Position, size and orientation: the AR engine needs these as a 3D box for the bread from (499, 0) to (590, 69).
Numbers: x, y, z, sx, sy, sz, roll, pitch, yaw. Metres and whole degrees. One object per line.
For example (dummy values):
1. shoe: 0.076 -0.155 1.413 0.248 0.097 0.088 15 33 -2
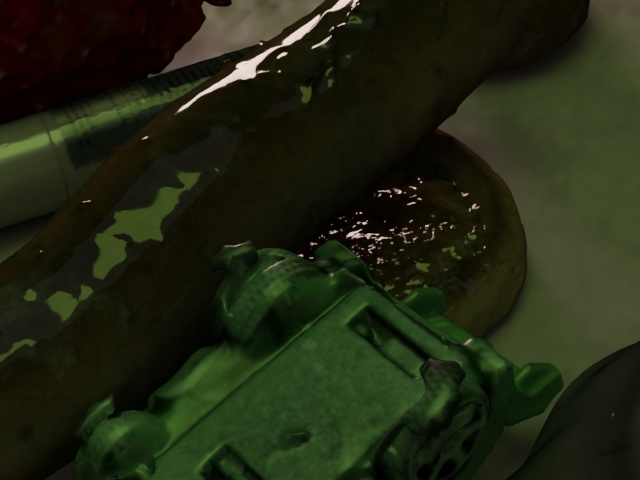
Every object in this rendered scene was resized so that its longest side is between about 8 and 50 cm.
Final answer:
1. bread: 0.077 -0.125 0.747 0.082 0.060 0.113 -19 39 -11

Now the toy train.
1. toy train: -0.002 0.062 0.513 0.099 0.081 0.149 34 72 35

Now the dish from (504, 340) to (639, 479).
1. dish: 0.145 0.074 0.472 0.229 0.081 0.229 -3 39 3

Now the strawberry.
1. strawberry: -0.146 -0.085 0.698 0.174 0.098 0.228 24 50 38

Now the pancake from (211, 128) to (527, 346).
1. pancake: 0.000 0.001 0.625 0.151 0.025 0.152 -3 44 2

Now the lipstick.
1. lipstick: -0.074 -0.042 0.680 0.141 0.040 0.040 -19 40 -16

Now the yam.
1. yam: -0.036 -0.012 0.578 0.071 0.067 0.317 21 49 37
